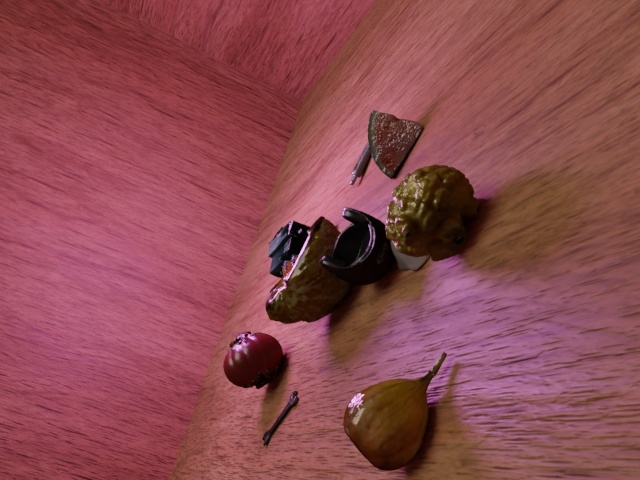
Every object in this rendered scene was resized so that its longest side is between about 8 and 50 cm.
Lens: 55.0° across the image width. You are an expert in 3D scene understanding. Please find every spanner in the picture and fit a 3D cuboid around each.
[{"bbox_3d":[-0.132,0.578,1.990,0.254,0.015,0.054,-58,19,28],"label":"spanner"}]

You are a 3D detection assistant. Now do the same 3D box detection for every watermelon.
[{"bbox_3d":[0.217,-0.302,1.926,0.202,0.136,0.207,126,147,-57],"label":"watermelon"}]

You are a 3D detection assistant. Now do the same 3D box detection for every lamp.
[{"bbox_3d":[-0.246,0.427,2.228,0.227,0.227,0.227,-58,17,29],"label":"lamp"}]

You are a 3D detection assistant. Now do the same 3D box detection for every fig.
[{"bbox_3d":[0.158,0.314,1.191,0.257,0.159,0.159,-49,15,0],"label":"fig"}]

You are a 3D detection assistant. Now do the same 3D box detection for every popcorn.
[{"bbox_3d":[0.245,-0.059,1.337,0.218,0.189,0.169,-54,26,22],"label":"popcorn"}]

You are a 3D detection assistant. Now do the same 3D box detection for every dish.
[{"bbox_3d":[0.227,-0.036,1.544,0.229,0.081,0.229,-58,17,30],"label":"dish"}]

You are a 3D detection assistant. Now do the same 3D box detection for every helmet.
[{"bbox_3d":[0.105,0.024,1.656,0.189,0.193,0.216,-66,19,-8],"label":"helmet"}]

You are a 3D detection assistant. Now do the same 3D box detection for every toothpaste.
[{"bbox_3d":[0.167,-0.319,2.274,0.255,0.037,0.067,-65,9,-7],"label":"toothpaste"}]

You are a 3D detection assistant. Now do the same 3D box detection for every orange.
[{"bbox_3d":[-0.019,0.126,1.889,0.368,0.210,0.271,-54,-3,35],"label":"orange"}]

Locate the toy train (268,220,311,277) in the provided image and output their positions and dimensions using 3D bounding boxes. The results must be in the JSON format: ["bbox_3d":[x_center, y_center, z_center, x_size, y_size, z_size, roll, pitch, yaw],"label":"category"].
[{"bbox_3d":[-0.130,0.046,2.572,0.330,0.138,0.178,137,149,-58],"label":"toy train"}]

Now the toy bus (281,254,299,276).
[{"bbox_3d":[-0.067,0.113,2.271,0.201,0.098,0.114,146,116,-65],"label":"toy bus"}]
